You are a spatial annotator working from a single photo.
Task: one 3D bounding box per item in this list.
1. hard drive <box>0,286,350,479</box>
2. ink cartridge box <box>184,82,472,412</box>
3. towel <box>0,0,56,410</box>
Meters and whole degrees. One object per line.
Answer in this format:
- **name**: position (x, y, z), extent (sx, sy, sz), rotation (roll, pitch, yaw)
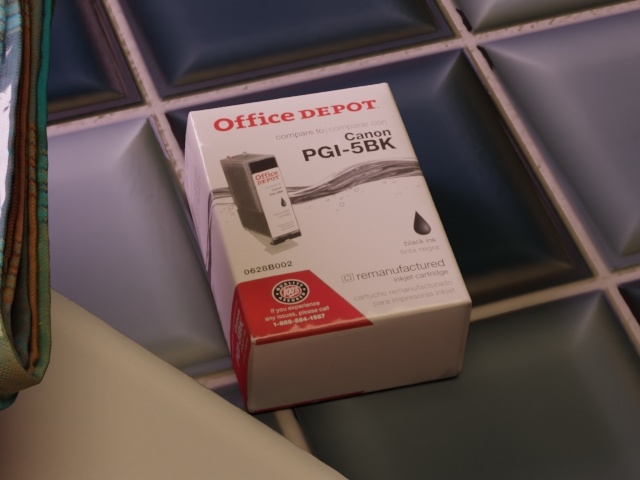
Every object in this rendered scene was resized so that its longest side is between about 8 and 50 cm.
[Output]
- **hard drive**: position (-0.087, 0.155, 0.730), extent (0.353, 0.047, 0.233), rotation (30, 54, 21)
- **ink cartridge box**: position (0.000, 0.000, 0.861), extent (0.099, 0.056, 0.135), rotation (-10, 52, -11)
- **towel**: position (-0.281, 0.000, 0.771), extent (0.370, 0.040, 0.271), rotation (-16, 48, 10)
